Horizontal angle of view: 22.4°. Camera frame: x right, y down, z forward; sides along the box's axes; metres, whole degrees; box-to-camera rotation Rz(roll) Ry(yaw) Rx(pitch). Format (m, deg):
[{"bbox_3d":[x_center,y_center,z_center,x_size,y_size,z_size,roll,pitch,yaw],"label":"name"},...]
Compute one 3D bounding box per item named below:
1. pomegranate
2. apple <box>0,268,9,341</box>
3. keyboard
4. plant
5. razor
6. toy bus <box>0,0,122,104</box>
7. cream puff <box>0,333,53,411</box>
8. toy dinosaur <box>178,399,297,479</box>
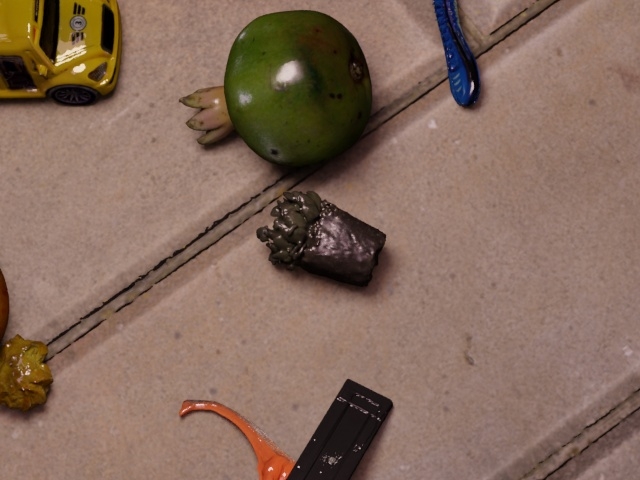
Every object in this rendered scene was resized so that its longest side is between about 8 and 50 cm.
[{"bbox_3d":[-0.053,-0.169,1.860,0.225,0.187,0.187,-13,71,24],"label":"pomegranate"},{"bbox_3d":[-0.447,0.073,1.790,0.195,0.196,0.196,-1,73,2],"label":"apple"},{"bbox_3d":[0.010,0.240,1.765,0.061,0.013,0.204,27,55,10],"label":"keyboard"},{"bbox_3d":[0.000,0.000,1.841,0.143,0.092,0.094,25,84,4],"label":"plant"},{"bbox_3d":[0.140,-0.311,1.949,0.056,0.093,0.324,-8,73,-37],"label":"razor"},{"bbox_3d":[-0.406,-0.245,1.899,0.331,0.151,0.145,-2,70,3],"label":"toy bus"},{"bbox_3d":[-0.339,0.149,1.821,0.083,0.058,0.083,23,77,11],"label":"cream puff"},{"bbox_3d":[-0.053,0.268,1.777,0.279,0.055,0.101,30,61,11],"label":"toy dinosaur"}]
